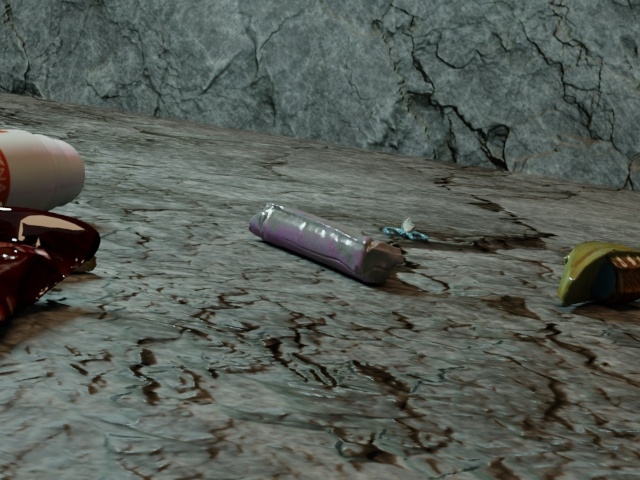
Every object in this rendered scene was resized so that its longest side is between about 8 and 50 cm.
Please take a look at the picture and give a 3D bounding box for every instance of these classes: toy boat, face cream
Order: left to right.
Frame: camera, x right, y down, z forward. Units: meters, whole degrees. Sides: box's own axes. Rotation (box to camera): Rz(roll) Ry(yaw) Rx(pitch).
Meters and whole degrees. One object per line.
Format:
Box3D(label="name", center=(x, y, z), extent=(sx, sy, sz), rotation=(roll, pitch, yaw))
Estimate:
Box3D(label="face cream", center=(-0.362, -0.062, 1.374), extent=(0.102, 0.102, 0.345), rotation=(11, 11, 24))
Box3D(label="toy boat", center=(0.292, 0.038, 1.375), extent=(0.172, 0.065, 0.066), rotation=(-5, 34, -45))

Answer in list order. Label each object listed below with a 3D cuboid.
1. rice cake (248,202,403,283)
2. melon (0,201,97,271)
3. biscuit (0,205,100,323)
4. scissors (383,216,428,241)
Box3D(label="rice cake", center=(0.000, -0.001, 1.431), extent=(0.055, 0.049, 0.270), rotation=(28, -3, -32))
Box3D(label="melon", center=(-0.293, -0.017, 1.243), extent=(0.098, 0.054, 0.182), rotation=(11, 11, -47))
Box3D(label="biscuit", center=(-0.275, 0.020, 1.012), extent=(0.151, 0.063, 0.235), rotation=(8, 11, 9))
Box3D(label="scissors", center=(0.112, -0.015, 1.727), extent=(0.058, 0.014, 0.119), rotation=(12, 12, 5))
